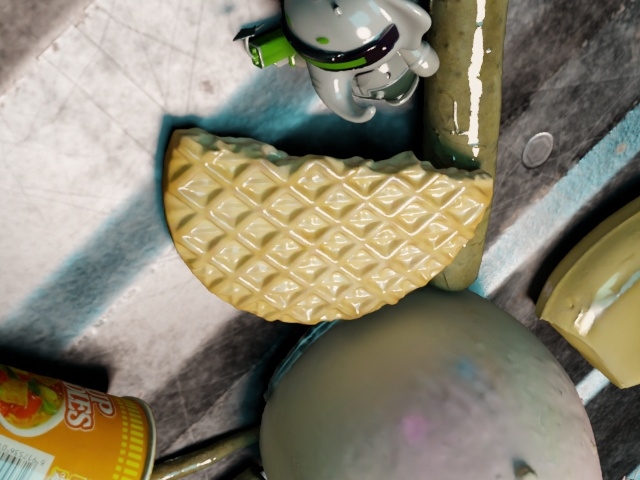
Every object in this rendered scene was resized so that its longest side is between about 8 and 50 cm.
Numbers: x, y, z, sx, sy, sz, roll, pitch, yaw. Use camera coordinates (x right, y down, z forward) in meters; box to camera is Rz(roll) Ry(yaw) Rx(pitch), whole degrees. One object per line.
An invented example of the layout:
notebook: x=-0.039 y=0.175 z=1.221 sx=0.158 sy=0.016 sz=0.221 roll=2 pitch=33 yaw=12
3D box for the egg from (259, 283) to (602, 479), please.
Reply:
egg: x=0.149 y=0.265 z=0.846 sx=0.355 sy=0.340 sz=0.354 roll=-19 pitch=132 yaw=-23

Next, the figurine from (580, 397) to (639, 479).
figurine: x=0.330 y=0.395 z=1.162 sx=0.315 sy=0.206 sz=0.284 roll=-46 pitch=144 yaw=-1

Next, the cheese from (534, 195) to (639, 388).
cheese: x=0.451 y=0.044 z=1.028 sx=0.316 sy=0.128 sz=0.259 roll=-47 pitch=131 yaw=3

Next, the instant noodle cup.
instant noodle cup: x=-0.267 y=0.182 z=0.674 sx=0.185 sy=0.168 sz=0.168 roll=35 pitch=100 yaw=-34

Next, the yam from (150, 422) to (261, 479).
yam: x=-0.158 y=0.251 z=0.868 sx=0.234 sy=0.027 sz=0.029 roll=-19 pitch=99 yaw=-20

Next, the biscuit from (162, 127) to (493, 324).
biscuit: x=0.000 y=0.000 z=0.732 sx=0.309 sy=0.040 sz=0.204 roll=6 pitch=126 yaw=-18

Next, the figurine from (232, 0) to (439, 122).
figurine: x=0.027 y=-0.170 z=0.619 sx=0.126 sy=0.147 sz=0.192 roll=-58 pitch=153 yaw=-9

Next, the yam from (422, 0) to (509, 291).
yam: x=0.137 y=-0.109 z=0.758 sx=0.083 sy=0.083 sz=0.371 roll=-18 pitch=130 yaw=-20

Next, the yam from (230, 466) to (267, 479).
yam: x=-0.116 y=0.324 z=0.928 sx=0.132 sy=0.054 sz=0.054 roll=-35 pitch=133 yaw=-4
